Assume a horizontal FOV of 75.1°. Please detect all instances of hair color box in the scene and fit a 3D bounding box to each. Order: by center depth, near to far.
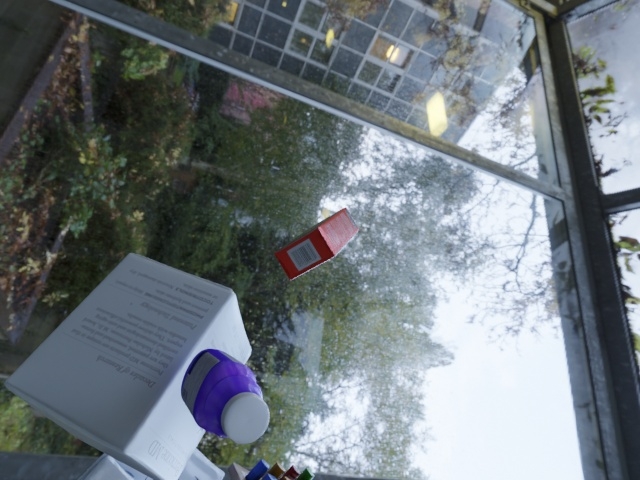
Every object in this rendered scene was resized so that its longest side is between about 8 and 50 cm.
[{"bbox_3d":[0.000,0.000,0.564,0.072,0.043,0.141,-30,-177,21],"label":"hair color box"}]

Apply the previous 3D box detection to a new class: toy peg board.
[{"bbox_3d":[-0.046,0.420,0.666,0.079,0.160,0.161,-45,-146,-11],"label":"toy peg board"}]

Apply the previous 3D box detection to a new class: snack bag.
[{"bbox_3d":[-0.446,0.659,1.079,0.037,0.323,0.342,-39,-174,44],"label":"snack bag"}]

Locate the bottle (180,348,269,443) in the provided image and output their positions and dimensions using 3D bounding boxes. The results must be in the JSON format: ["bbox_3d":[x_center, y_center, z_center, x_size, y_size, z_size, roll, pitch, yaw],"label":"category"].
[{"bbox_3d":[-0.165,0.261,0.707,0.283,0.092,0.118,-10,-125,62],"label":"bottle"}]

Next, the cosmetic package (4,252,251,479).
[{"bbox_3d":[-0.424,0.311,1.034,0.329,0.327,0.393,89,25,-49],"label":"cosmetic package"}]
